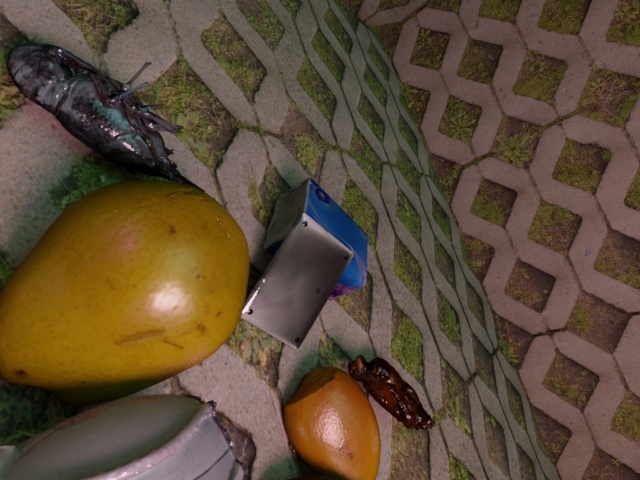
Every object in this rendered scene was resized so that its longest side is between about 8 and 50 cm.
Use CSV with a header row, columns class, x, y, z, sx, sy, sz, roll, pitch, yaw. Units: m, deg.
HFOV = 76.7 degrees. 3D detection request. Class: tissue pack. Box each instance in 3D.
class,x,y,z,sx,sy,sz,roll,pitch,yaw
tissue pack,0.000,0.000,1.061,0.263,0.146,0.198,41,39,-31

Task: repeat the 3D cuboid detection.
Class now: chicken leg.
class,x,y,z,sx,sy,sz,roll,pitch,yaw
chicken leg,0.168,0.388,1.062,0.407,0.095,0.158,48,5,-36

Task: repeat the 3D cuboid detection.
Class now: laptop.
class,x,y,z,sx,sy,sz,roll,pitch,yaw
laptop,-0.046,0.094,0.917,0.187,0.015,0.269,39,77,-32

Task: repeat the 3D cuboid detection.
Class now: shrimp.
class,x,y,z,sx,sy,sz,roll,pitch,yaw
shrimp,-0.338,-0.215,0.713,0.372,0.172,0.137,30,40,-31

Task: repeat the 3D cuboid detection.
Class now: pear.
class,x,y,z,sx,sy,sz,roll,pitch,yaw
pear,-0.264,0.063,0.576,0.335,0.285,0.285,-17,81,-16

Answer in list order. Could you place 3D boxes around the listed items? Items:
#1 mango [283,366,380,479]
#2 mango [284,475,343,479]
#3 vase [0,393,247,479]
class,x,y,z,sx,sy,sz,roll,pitch,yaw
mango,0.044,0.411,0.858,0.187,0.138,0.257,-36,93,-45
mango,0.042,0.519,0.710,0.315,0.146,0.193,20,13,-12
vase,-0.297,0.310,0.355,0.445,0.249,0.250,-10,77,-48
